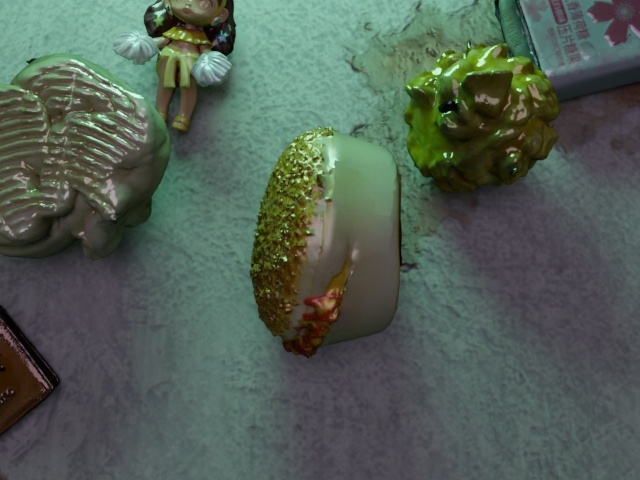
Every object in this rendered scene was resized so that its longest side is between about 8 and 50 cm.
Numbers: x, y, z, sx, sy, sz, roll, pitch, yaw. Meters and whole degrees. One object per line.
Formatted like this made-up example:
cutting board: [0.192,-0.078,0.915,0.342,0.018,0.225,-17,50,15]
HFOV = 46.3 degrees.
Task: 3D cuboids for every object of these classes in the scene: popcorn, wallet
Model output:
popcorn: [0.210,-0.166,1.018,0.218,0.169,0.189,-17,107,31]
wallet: [-0.487,0.206,1.052,0.195,0.042,0.161,-39,81,-5]

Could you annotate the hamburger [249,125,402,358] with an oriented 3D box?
hamburger: [0.000,0.000,0.958,0.179,0.276,0.294,4,75,-8]

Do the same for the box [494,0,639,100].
box: [0.452,-0.328,1.084,0.370,0.112,0.190,-15,78,-1]

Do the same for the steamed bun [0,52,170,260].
steamed bun: [-0.354,-0.110,1.028,0.320,0.206,0.275,-4,94,1]

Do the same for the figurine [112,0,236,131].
figurine: [-0.197,-0.284,1.096,0.175,0.116,0.240,15,86,7]
